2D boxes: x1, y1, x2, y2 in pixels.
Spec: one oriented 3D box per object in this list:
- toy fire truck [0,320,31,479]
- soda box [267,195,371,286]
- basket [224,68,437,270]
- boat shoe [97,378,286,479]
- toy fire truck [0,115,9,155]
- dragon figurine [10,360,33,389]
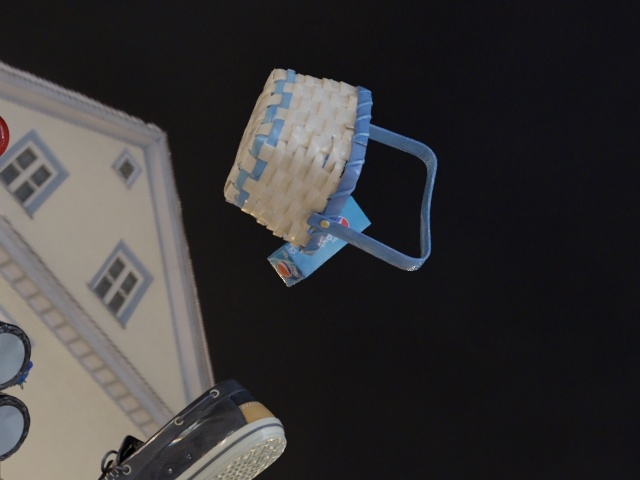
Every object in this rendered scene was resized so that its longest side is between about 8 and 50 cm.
[{"bbox_3d":[-0.344,0.166,0.585,0.158,0.246,0.217,11,-78,35],"label":"toy fire truck"},{"bbox_3d":[0.000,0.000,1.521,0.071,0.210,0.067,54,-38,-4],"label":"soda box"},{"bbox_3d":[0.029,-0.100,1.115,0.289,0.255,0.201,20,-48,-6],"label":"basket"},{"bbox_3d":[-0.292,0.413,1.318,0.500,0.156,0.187,-36,-29,-1],"label":"boat shoe"},{"bbox_3d":[-0.714,-0.189,1.360,0.254,0.169,0.302,-39,-85,1],"label":"toy fire truck"},{"bbox_3d":[-0.673,0.303,1.486,0.144,0.289,0.085,37,-35,2],"label":"dragon figurine"}]
